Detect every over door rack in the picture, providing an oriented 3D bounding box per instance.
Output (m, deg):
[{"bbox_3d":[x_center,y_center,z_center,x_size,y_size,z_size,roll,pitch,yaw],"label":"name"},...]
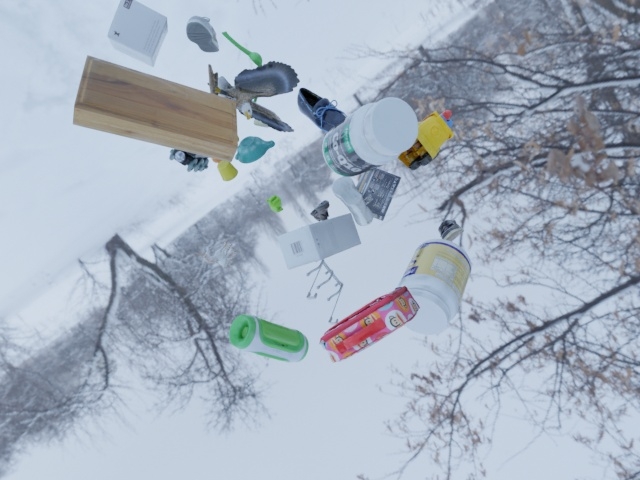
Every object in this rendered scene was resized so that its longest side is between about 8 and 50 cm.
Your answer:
[{"bbox_3d":[0.014,0.281,2.461,0.108,0.240,0.324,-23,-148,27],"label":"over door rack"}]

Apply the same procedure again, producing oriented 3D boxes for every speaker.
[{"bbox_3d":[-0.177,0.354,1.577,0.131,0.296,0.131,-22,-125,34],"label":"speaker"}]

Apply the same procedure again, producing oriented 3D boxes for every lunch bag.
[{"bbox_3d":[0.144,0.262,1.343,0.293,0.120,0.258,-37,170,25],"label":"lunch bag"}]

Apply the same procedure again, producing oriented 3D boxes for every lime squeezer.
[{"bbox_3d":[-0.258,-0.622,1.641,0.109,0.311,0.059,-25,-141,-12],"label":"lime squeezer"}]

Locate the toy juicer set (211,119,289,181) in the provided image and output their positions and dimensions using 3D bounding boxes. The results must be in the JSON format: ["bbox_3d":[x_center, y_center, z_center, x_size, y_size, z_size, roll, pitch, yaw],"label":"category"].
[{"bbox_3d":[-0.288,-0.378,1.770,0.329,0.089,0.209,-37,-134,-6],"label":"toy juicer set"}]

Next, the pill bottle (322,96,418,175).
[{"bbox_3d":[0.161,-0.344,1.503,0.204,0.204,0.361,-40,-169,-18],"label":"pill bottle"}]

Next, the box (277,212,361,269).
[{"bbox_3d":[0.000,0.000,2.121,0.215,0.168,0.345,-19,180,40],"label":"box"}]

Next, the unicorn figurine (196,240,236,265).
[{"bbox_3d":[-0.389,0.058,1.720,0.060,0.162,0.111,24,-111,37],"label":"unicorn figurine"}]

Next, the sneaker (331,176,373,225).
[{"bbox_3d":[0.146,-0.170,1.999,0.108,0.169,0.293,-30,-146,5],"label":"sneaker"}]

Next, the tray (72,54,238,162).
[{"bbox_3d":[-0.438,-0.361,1.230,0.076,0.410,0.203,-51,-142,45],"label":"tray"}]

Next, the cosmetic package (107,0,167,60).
[{"bbox_3d":[-0.637,-0.728,1.555,0.151,0.151,0.183,-67,-159,3],"label":"cosmetic package"}]

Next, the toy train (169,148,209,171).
[{"bbox_3d":[-0.597,-0.436,2.128,0.190,0.142,0.334,-55,-177,9],"label":"toy train"}]

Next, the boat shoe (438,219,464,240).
[{"bbox_3d":[0.570,-0.045,1.967,0.103,0.092,0.285,-47,166,22],"label":"boat shoe"}]

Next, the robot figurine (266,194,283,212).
[{"bbox_3d":[-0.241,-0.196,2.372,0.067,0.101,0.115,-45,164,-15],"label":"robot figurine"}]

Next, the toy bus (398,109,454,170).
[{"bbox_3d":[0.385,-0.382,1.619,0.211,0.149,0.220,-43,-174,-10],"label":"toy bus"}]

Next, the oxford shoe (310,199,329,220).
[{"bbox_3d":[0.018,-0.161,2.454,0.083,0.096,0.227,-42,-179,-17],"label":"oxford shoe"}]

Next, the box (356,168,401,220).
[{"bbox_3d":[0.258,-0.229,2.110,0.056,0.183,0.231,89,24,-68],"label":"box"}]

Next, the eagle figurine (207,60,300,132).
[{"bbox_3d":[-0.238,-0.492,1.553,0.298,0.225,0.226,-6,174,-16],"label":"eagle figurine"}]

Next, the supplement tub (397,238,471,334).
[{"bbox_3d":[0.436,0.177,1.724,0.241,0.241,0.331,-29,-163,45],"label":"supplement tub"}]

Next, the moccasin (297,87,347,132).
[{"bbox_3d":[-0.001,-0.621,2.118,0.137,0.342,0.117,-43,151,-23],"label":"moccasin"}]

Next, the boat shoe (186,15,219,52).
[{"bbox_3d":[-0.559,-0.997,2.111,0.118,0.103,0.320,-2,-176,4],"label":"boat shoe"}]
